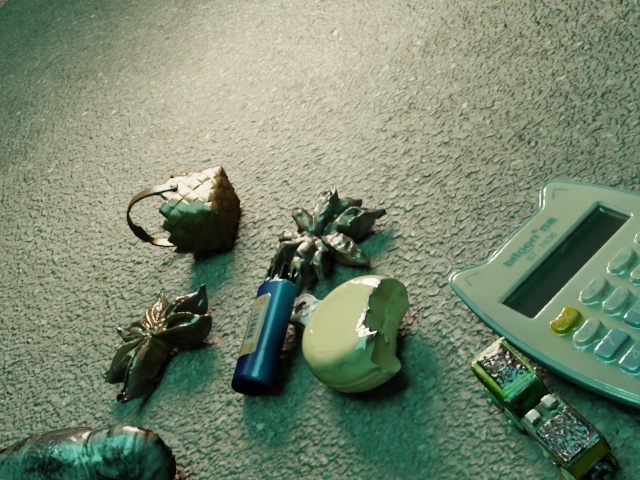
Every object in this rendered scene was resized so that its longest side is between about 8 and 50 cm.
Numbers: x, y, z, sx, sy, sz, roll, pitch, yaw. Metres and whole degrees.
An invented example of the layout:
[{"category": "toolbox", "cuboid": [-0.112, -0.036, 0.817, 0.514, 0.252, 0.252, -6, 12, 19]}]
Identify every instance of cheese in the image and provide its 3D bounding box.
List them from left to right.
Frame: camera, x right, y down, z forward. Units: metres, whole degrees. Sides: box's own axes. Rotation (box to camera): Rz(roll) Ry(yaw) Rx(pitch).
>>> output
[{"category": "cheese", "cuboid": [0.016, 0.123, 1.278, 0.249, 0.071, 0.163, -14, 41, 48]}]

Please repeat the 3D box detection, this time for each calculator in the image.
[{"category": "calculator", "cuboid": [0.339, 0.059, 1.072, 0.256, 0.054, 0.386, -42, 37, -17]}]

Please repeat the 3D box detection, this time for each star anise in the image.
[{"category": "star anise", "cuboid": [-0.243, 0.145, 1.496, 0.208, 0.063, 0.172, -44, 31, -3]}, {"category": "star anise", "cuboid": [0.000, 0.000, 1.439, 0.195, 0.065, 0.182, 23, 72, 42]}]

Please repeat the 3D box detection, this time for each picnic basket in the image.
[{"category": "picnic basket", "cuboid": [-0.232, -0.044, 1.631, 0.179, 0.128, 0.137, -13, 40, 17]}]

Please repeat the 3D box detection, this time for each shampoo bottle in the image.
[{"category": "shampoo bottle", "cuboid": [-0.073, 0.117, 1.350, 0.087, 0.050, 0.183, -37, 34, 57]}]

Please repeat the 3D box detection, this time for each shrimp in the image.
[{"category": "shrimp", "cuboid": [-0.364, 0.334, 1.309, 0.372, 0.137, 0.172, -22, 22, 20]}]

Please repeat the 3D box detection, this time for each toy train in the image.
[{"category": "toy train", "cuboid": [0.228, 0.178, 1.027, 0.060, 0.081, 0.202, -39, 36, -4]}]
